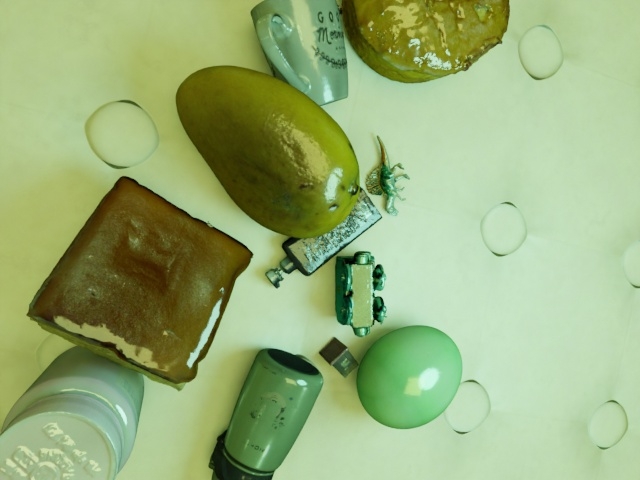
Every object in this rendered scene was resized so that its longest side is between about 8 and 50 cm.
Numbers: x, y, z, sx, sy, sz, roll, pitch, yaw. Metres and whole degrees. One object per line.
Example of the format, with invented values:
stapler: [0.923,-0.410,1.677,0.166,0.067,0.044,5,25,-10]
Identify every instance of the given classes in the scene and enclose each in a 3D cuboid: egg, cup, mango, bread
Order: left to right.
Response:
bread: [-0.341,0.085,0.970,0.323,0.143,0.333,29,58,-16]
mango: [-0.115,-0.191,1.022,0.445,0.301,0.220,38,41,1]
cup: [-0.048,-0.402,1.036,0.186,0.258,0.234,-9,105,29]
egg: [0.213,0.322,1.150,0.269,0.220,0.220,-30,100,-20]
bread: [0.244,-0.553,1.120,0.398,0.215,0.398,-1,93,-17]

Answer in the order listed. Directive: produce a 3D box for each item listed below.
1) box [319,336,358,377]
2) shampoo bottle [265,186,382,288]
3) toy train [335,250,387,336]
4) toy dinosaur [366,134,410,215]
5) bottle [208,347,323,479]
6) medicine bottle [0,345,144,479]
box: [0.046,0.287,1.176,0.060,0.084,0.063,-44,111,-10]
shampoo bottle: [-0.001,0.000,1.151,0.309,0.071,0.098,-38,103,-11]
toy train: [0.089,0.122,1.141,0.107,0.154,0.198,-1,92,-12]
toy dinosaur: [0.160,-0.157,1.208,0.106,0.044,0.187,-39,103,5]
bottle: [-0.133,0.430,1.093,0.168,0.168,0.347,25,91,-15]
medicine bottle: [-0.446,0.331,0.887,0.213,0.378,0.214,-1,92,-16]
